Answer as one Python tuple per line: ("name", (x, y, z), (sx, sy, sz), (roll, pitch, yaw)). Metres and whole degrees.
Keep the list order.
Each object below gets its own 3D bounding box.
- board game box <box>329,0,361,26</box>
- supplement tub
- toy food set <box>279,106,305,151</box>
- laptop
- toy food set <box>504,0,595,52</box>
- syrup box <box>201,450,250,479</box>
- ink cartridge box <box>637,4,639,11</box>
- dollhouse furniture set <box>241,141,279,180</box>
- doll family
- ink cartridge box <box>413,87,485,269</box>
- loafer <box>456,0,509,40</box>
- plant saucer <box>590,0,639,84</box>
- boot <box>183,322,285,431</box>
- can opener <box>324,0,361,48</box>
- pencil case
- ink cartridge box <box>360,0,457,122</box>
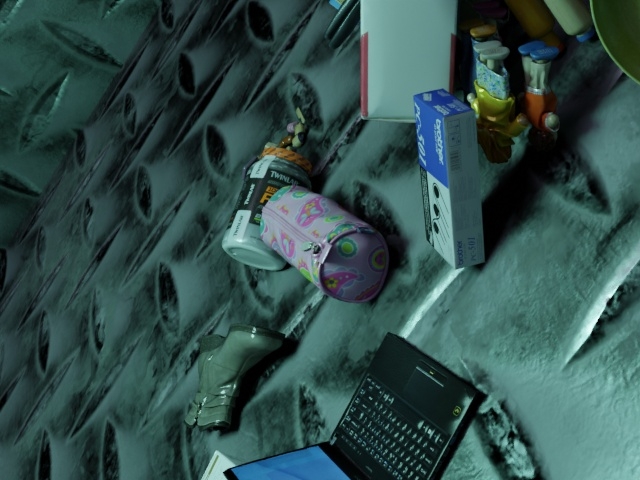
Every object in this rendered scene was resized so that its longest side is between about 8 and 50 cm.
("board game box", (0.172, -0.473, 1.772), (0.302, 0.086, 0.308), (-56, 28, 12))
("supplement tub", (-0.085, -0.055, 1.797), (0.117, 0.117, 0.190), (-10, 57, 57))
("toy food set", (-0.055, -0.183, 1.972), (0.122, 0.019, 0.078), (-60, 28, 24))
("laptop", (0.030, 0.240, 1.303), (0.264, 0.136, 0.234), (-61, 27, 1))
("toy food set", (0.361, -0.335, 1.341), (0.232, 0.104, 0.111), (-37, 18, 8))
("syrup box", (-0.081, 0.372, 1.420), (0.237, 0.093, 0.096), (15, 79, 62))
("ink cartridge box", (0.392, -0.336, 1.159), (0.127, 0.128, 0.176), (-43, 56, 36))
("dollhouse furniture set", (-0.091, -0.105, 1.964), (0.091, 0.081, 0.114), (-51, -15, -37))
("doll family", (0.216, -0.192, 1.367), (0.263, 0.118, 0.163), (-113, 11, -58))
("ink cartridge box", (0.162, -0.077, 1.328), (0.097, 0.046, 0.207), (-127, 26, -61))
("loafer", (0.266, -0.407, 1.557), (0.087, 0.094, 0.251), (-3, 72, 53))
("plant saucer", (0.392, -0.248, 1.049), (0.241, 0.241, 0.037), (-34, 14, 43))
("boot", (-0.138, 0.227, 1.690), (0.246, 0.083, 0.161), (-26, 51, 57))
("can opener", (0.060, -0.394, 1.735), (0.186, 0.073, 0.059), (-50, 36, 40))
("pencil case", (0.000, 0.000, 1.597), (0.124, 0.124, 0.284), (-60, 26, 4))
("ink cartridge box", (0.121, -0.317, 1.479), (0.306, 0.131, 0.226), (-84, -7, -66))
